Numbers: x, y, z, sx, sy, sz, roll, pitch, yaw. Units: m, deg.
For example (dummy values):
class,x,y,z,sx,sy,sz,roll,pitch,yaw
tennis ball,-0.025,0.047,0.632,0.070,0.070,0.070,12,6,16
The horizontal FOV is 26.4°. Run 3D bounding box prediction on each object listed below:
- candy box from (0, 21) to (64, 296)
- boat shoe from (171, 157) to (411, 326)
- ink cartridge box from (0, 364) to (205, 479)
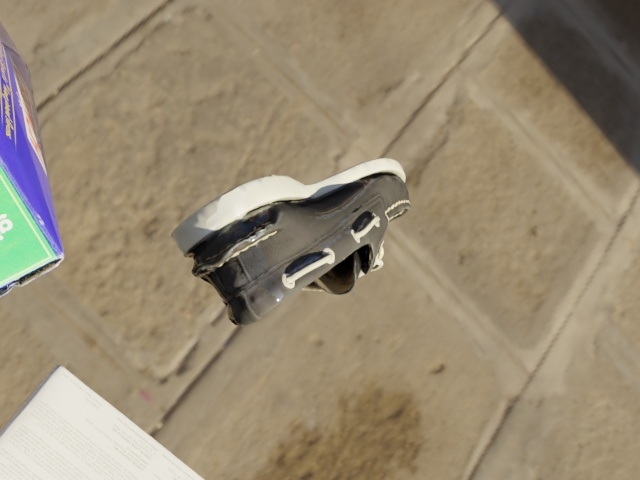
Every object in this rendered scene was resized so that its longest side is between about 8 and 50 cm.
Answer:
class,x,y,z,sx,sy,sz,roll,pitch,yaw
candy box,-0.276,-0.144,0.770,0.317,0.122,0.268,63,0,-34
boat shoe,0.000,0.000,0.435,0.038,0.046,0.125,60,23,7
ink cartridge box,-0.222,0.243,1.149,0.181,0.056,0.225,40,56,-5
